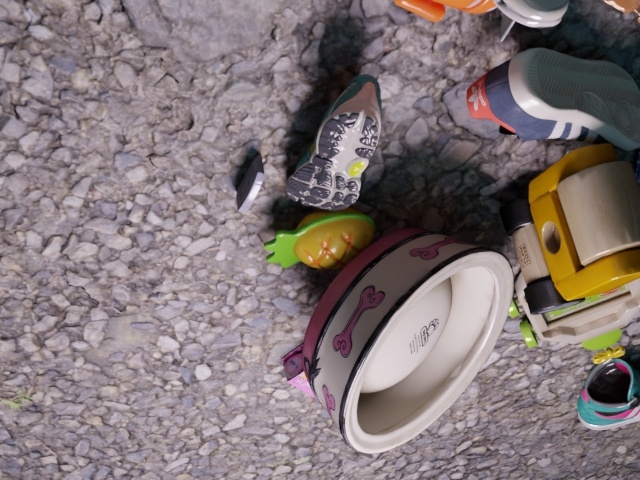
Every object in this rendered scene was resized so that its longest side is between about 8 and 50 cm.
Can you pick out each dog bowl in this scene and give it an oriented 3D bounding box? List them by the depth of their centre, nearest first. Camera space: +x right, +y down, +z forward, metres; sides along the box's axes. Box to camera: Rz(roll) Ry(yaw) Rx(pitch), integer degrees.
[{"bbox_3d":[0.140,0.156,1.523,0.408,0.150,0.407,-30,139,-30],"label":"dog bowl"}]

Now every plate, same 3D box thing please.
[{"bbox_3d":[0.283,-0.347,1.178,0.024,0.188,0.188,33,124,2],"label":"plate"}]

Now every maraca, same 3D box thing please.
[{"bbox_3d":[0.000,0.000,1.464,0.186,0.099,0.127,-13,145,-5],"label":"maraca"}]

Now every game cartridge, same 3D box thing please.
[{"bbox_3d":[-0.108,-0.085,1.385,0.017,0.056,0.083,17,127,-19],"label":"game cartridge"}]

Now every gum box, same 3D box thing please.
[{"bbox_3d":[0.026,0.226,1.719,0.188,0.062,0.107,-37,132,20],"label":"gum box"}]

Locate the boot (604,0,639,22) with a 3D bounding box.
[{"bbox_3d":[0.539,-0.377,1.243,0.284,0.109,0.220,17,125,-26],"label":"boot"}]

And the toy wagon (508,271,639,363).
[{"bbox_3d":[0.513,0.125,1.742,0.267,0.068,0.344,-23,135,15],"label":"toy wagon"}]

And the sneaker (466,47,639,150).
[{"bbox_3d":[0.363,-0.204,1.373,0.350,0.131,0.148,11,162,-39],"label":"sneaker"}]

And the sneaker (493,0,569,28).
[{"bbox_3d":[0.232,-0.390,1.025,0.110,0.292,0.118,-11,178,-17],"label":"sneaker"}]

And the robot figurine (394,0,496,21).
[{"bbox_3d":[0.167,-0.366,1.139,0.220,0.128,0.158,12,94,-26],"label":"robot figurine"}]

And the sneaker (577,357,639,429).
[{"bbox_3d":[0.699,0.311,1.956,0.296,0.123,0.178,-22,144,7],"label":"sneaker"}]

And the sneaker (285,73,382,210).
[{"bbox_3d":[0.029,-0.136,1.342,0.107,0.109,0.275,21,144,-11],"label":"sneaker"}]

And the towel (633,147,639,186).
[{"bbox_3d":[0.642,-0.230,1.476,0.243,0.040,0.336,-15,137,-4],"label":"towel"}]

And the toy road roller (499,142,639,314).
[{"bbox_3d":[0.462,-0.019,1.453,0.241,0.202,0.329,-10,166,-16],"label":"toy road roller"}]
